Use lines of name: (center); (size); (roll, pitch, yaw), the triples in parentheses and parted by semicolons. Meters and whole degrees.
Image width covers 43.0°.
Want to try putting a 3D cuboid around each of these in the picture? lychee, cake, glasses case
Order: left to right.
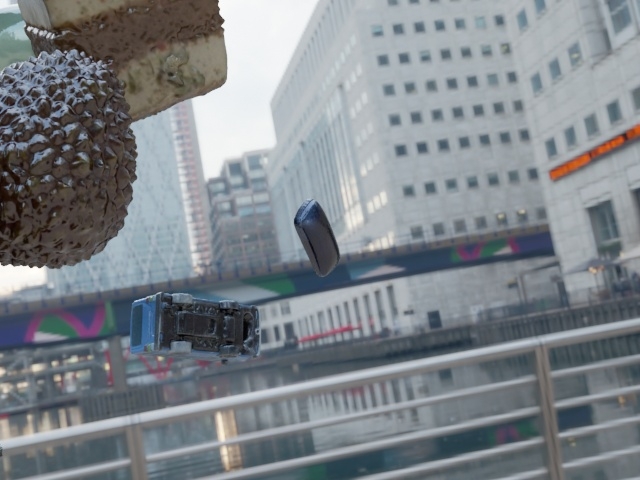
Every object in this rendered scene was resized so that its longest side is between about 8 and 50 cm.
lychee: (-0.324, -0.100, 0.953); (0.272, 0.271, 0.271); (-10, -8, -1)
cake: (-0.294, -0.333, 1.198); (0.256, 0.290, 0.282); (-25, 26, -19)
glasses case: (0.000, 0.000, 0.777); (0.023, 0.033, 0.083); (7, -42, 32)

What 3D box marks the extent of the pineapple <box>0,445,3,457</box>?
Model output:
pineapple: (-0.601, 0.395, 1.386); (0.074, 0.074, 0.159); (-12, 21, 14)

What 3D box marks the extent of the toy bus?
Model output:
toy bus: (-0.238, 0.172, 1.562); (0.234, 0.116, 0.134); (13, -22, -42)

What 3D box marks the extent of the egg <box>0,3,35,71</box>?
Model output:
egg: (-0.530, -0.359, 1.623); (0.371, 0.229, 0.230); (1, -12, -32)
